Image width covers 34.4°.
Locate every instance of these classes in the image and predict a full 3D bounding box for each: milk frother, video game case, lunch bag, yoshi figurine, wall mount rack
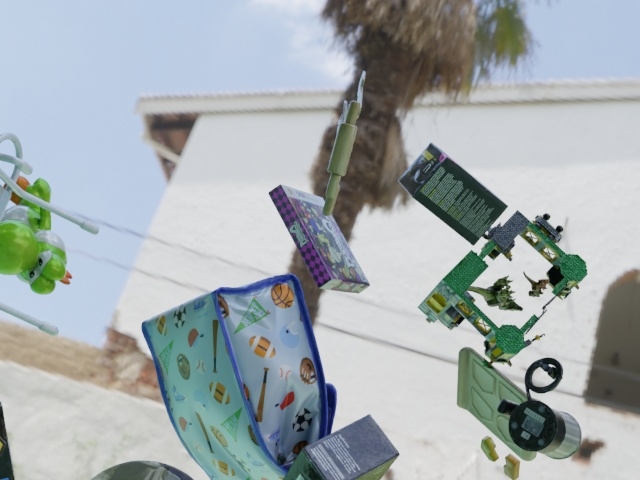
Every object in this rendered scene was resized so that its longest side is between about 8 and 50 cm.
[{"bbox_3d":[0.386,0.283,1.737,0.129,0.143,0.135,51,13,33],"label":"milk frother"},{"bbox_3d":[0.000,0.000,2.151,0.042,0.232,0.210,-34,-19,18],"label":"video game case"},{"bbox_3d":[-0.143,0.289,1.988,0.239,0.385,0.328,-11,-9,-35],"label":"lunch bag"},{"bbox_3d":[-0.637,-0.019,2.147,0.203,0.203,0.362,-8,29,-27],"label":"yoshi figurine"},{"bbox_3d":[-0.523,0.007,1.759,0.130,0.350,0.304,14,-18,16],"label":"wall mount rack"}]

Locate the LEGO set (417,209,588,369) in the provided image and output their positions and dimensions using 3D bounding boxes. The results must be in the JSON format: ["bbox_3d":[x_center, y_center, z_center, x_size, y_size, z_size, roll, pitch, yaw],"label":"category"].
[{"bbox_3d":[0.359,0.107,2.092,0.255,0.331,0.192,37,-26,4],"label":"LEGO set"}]

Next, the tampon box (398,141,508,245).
[{"bbox_3d":[0.247,-0.089,1.941,0.161,0.101,0.120,37,8,-20],"label":"tampon box"}]

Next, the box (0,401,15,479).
[{"bbox_3d":[-0.473,0.342,1.409,0.079,0.257,0.322,-8,-1,-26],"label":"box"}]

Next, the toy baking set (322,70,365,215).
[{"bbox_3d":[0.035,-0.170,1.756,0.030,0.256,0.197,15,5,-5],"label":"toy baking set"}]

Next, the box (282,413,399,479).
[{"bbox_3d":[0.027,0.396,1.755,0.093,0.158,0.156,52,-42,23],"label":"box"}]

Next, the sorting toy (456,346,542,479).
[{"bbox_3d":[0.406,0.400,2.352,0.229,0.041,0.307,36,-35,37],"label":"sorting toy"}]

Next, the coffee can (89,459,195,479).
[{"bbox_3d":[-0.262,0.419,1.364,0.201,0.201,0.275,25,-30,-10],"label":"coffee can"}]
